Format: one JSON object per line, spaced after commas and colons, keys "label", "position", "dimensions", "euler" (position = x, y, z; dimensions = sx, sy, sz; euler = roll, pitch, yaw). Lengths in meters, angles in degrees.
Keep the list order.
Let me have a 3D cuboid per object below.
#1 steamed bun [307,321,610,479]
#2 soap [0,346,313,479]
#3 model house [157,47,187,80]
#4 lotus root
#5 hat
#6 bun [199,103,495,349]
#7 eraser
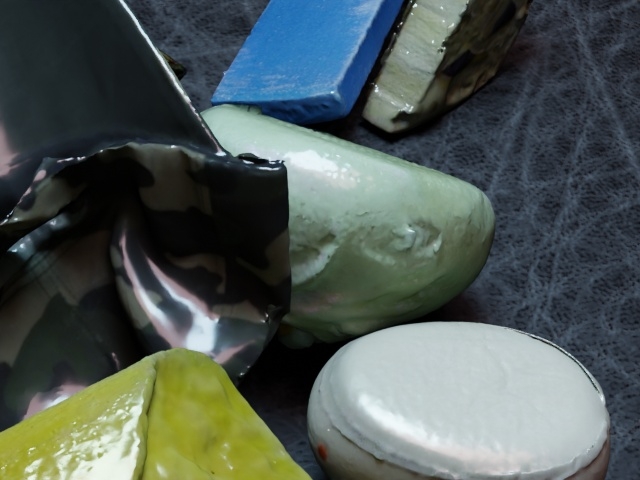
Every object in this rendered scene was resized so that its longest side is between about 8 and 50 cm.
{"label": "steamed bun", "position": [0.102, 0.154, 1.123], "dimensions": [0.228, 0.130, 0.177], "euler": [6, 40, -2]}
{"label": "soap", "position": [-0.159, 0.261, 0.931], "dimensions": [0.427, 0.115, 0.306], "euler": [-35, 79, -26]}
{"label": "model house", "position": [-0.223, -0.172, 1.443], "dimensions": [0.165, 0.106, 0.152], "euler": [36, 50, 21]}
{"label": "lotus root", "position": [0.150, -0.229, 1.524], "dimensions": [0.074, 0.260, 0.170], "euler": [32, 16, 25]}
{"label": "hat", "position": [-0.221, -0.016, 1.132], "dimensions": [0.366, 0.257, 0.381], "euler": [-25, 53, -7]}
{"label": "bun", "position": [0.000, 0.000, 1.235], "dimensions": [0.283, 0.179, 0.283], "euler": [19, 6, -2]}
{"label": "eraser", "position": [0.005, -0.227, 1.542], "dimensions": [0.144, 0.042, 0.312], "euler": [0, 42, 25]}
